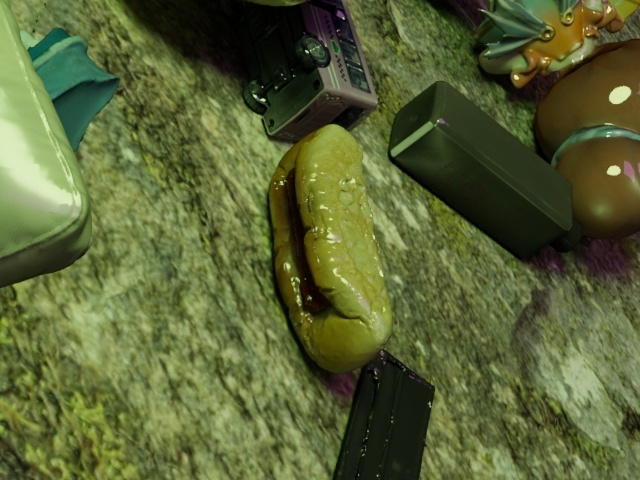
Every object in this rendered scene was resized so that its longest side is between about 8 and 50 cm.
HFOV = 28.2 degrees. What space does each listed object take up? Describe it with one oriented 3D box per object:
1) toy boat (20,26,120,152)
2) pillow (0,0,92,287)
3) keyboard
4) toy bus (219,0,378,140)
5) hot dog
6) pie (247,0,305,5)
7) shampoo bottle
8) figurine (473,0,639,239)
[{"bbox_3d":[-0.237,-0.091,0.926,0.098,0.109,0.238,29,42,9],"label":"toy boat"},{"bbox_3d":[-0.298,-0.093,0.766,0.120,0.255,0.322,86,-17,-69],"label":"pillow"},{"bbox_3d":[0.050,0.195,1.072,0.087,0.017,0.250,38,38,-18],"label":"keyboard"},{"bbox_3d":[-0.019,-0.198,1.248,0.108,0.096,0.199,10,55,-42],"label":"toy bus"},{"bbox_3d":[0.000,0.000,1.121,0.073,0.084,0.242,17,50,-34],"label":"hot dog"},{"bbox_3d":[-0.064,-0.325,1.210,0.337,0.075,0.337,0,40,0],"label":"pie"},{"bbox_3d":[0.188,-0.066,1.382,0.246,0.080,0.079,35,42,-23],"label":"shampoo bottle"},{"bbox_3d":[0.318,-0.217,1.518,0.388,0.277,0.248,55,1,-3],"label":"figurine"}]
